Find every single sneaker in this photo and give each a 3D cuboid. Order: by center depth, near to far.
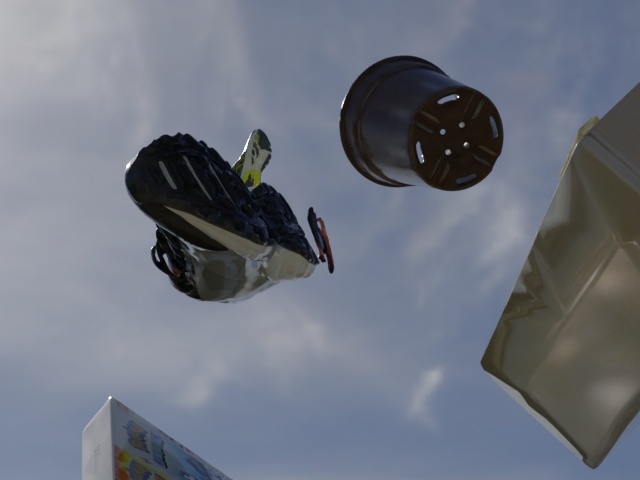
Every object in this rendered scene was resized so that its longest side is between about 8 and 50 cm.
[{"bbox_3d":[-0.088,-0.001,1.429,0.108,0.100,0.271,-34,-22,8],"label":"sneaker"},{"bbox_3d":[-0.073,-0.070,1.743,0.035,0.083,0.031,-5,-34,34],"label":"sneaker"}]

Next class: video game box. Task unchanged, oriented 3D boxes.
[{"bbox_3d":[-0.101,0.217,1.434,0.187,0.048,0.205,34,7,-14],"label":"video game box"}]

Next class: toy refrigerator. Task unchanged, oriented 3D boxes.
[{"bbox_3d":[0.155,0.007,0.871,0.094,0.102,0.269,43,-19,13],"label":"toy refrigerator"}]

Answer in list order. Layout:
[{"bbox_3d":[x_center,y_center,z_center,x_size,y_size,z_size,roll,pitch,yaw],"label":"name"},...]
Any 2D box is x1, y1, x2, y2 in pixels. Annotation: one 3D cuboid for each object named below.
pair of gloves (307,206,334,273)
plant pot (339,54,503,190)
[{"bbox_3d":[0.000,0.000,2.305,0.010,0.074,0.083,-17,-20,9],"label":"pair of gloves"},{"bbox_3d":[0.129,-0.133,2.217,0.167,0.167,0.165,16,5,-23],"label":"plant pot"}]
